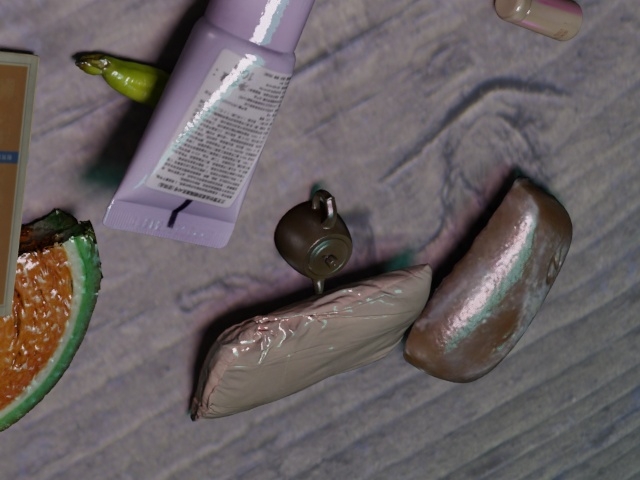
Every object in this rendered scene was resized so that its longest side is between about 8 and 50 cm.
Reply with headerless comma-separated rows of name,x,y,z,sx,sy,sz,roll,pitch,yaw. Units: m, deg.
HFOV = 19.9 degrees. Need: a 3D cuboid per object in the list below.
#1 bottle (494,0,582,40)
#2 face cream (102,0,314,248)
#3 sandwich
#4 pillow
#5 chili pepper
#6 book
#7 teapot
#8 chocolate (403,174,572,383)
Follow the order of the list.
bottle,0.228,-0.239,1.909,0.096,0.045,0.045,10,118,-39
face cream,-0.095,-0.123,1.710,0.154,0.096,0.274,11,107,-46
sandwich,-0.306,0.077,1.776,0.159,0.079,0.235,0,121,-23
pillow,-0.011,0.114,2.006,0.270,0.067,0.173,-17,150,-24
chili pepper,-0.149,-0.134,1.736,0.049,0.043,0.208,-27,137,23
book,-0.331,-0.050,1.605,0.170,0.018,0.242,0,100,-44
teapot,0.000,0.000,1.927,0.076,0.068,0.121,-10,130,-29
chocolate,0.207,0.063,2.084,0.261,0.083,0.161,-57,151,9
